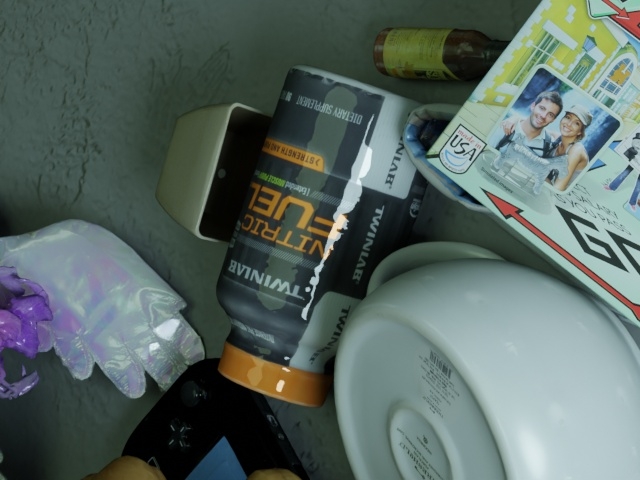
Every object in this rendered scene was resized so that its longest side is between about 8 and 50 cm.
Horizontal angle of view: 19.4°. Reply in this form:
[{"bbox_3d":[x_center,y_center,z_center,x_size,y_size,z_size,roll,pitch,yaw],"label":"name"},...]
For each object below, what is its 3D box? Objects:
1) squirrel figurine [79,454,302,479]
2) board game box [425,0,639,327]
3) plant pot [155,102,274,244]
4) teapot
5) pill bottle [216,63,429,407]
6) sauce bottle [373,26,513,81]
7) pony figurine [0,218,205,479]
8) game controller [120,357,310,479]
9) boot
[{"bbox_3d":[-0.116,0.341,1.291,0.370,0.281,0.397,9,98,57],"label":"squirrel figurine"},{"bbox_3d":[0.255,-0.041,1.205,0.317,0.046,0.213,38,107,5],"label":"board game box"},{"bbox_3d":[-0.072,-0.052,1.512,0.096,0.109,0.109,16,90,50],"label":"plant pot"},{"bbox_3d":[0.139,0.113,1.273,0.252,0.187,0.256,-20,90,61],"label":"teapot"},{"bbox_3d":[0.000,0.000,1.426,0.130,0.130,0.246,20,94,38],"label":"pill bottle"},{"bbox_3d":[0.101,-0.142,1.435,0.128,0.042,0.042,8,85,39],"label":"sauce bottle"},{"bbox_3d":[-0.319,0.055,1.561,0.303,0.363,0.351,-41,75,15],"label":"pony figurine"},{"bbox_3d":[-0.055,0.251,1.456,0.166,0.067,0.319,-44,57,21],"label":"game controller"},{"bbox_3d":[0.167,-0.016,1.308,0.258,0.123,0.095,31,100,37],"label":"boot"}]
